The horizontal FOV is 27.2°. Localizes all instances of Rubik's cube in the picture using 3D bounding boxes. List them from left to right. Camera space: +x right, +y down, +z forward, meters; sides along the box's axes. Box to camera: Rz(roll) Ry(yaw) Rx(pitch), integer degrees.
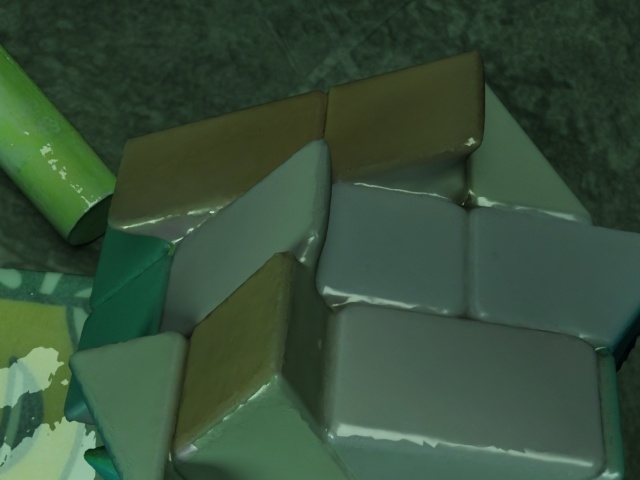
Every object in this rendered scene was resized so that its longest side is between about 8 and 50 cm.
[{"bbox_3d":[0.020,0.095,0.869,0.368,0.387,0.358,10,47,-4],"label":"Rubik's cube"}]

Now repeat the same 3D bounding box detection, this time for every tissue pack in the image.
[{"bbox_3d":[-0.277,0.138,1.009,0.310,0.128,0.228,6,70,-4],"label":"tissue pack"}]

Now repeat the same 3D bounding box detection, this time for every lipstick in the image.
[{"bbox_3d":[-0.285,-0.127,1.136,0.076,0.076,0.304,-38,77,-18],"label":"lipstick"}]
